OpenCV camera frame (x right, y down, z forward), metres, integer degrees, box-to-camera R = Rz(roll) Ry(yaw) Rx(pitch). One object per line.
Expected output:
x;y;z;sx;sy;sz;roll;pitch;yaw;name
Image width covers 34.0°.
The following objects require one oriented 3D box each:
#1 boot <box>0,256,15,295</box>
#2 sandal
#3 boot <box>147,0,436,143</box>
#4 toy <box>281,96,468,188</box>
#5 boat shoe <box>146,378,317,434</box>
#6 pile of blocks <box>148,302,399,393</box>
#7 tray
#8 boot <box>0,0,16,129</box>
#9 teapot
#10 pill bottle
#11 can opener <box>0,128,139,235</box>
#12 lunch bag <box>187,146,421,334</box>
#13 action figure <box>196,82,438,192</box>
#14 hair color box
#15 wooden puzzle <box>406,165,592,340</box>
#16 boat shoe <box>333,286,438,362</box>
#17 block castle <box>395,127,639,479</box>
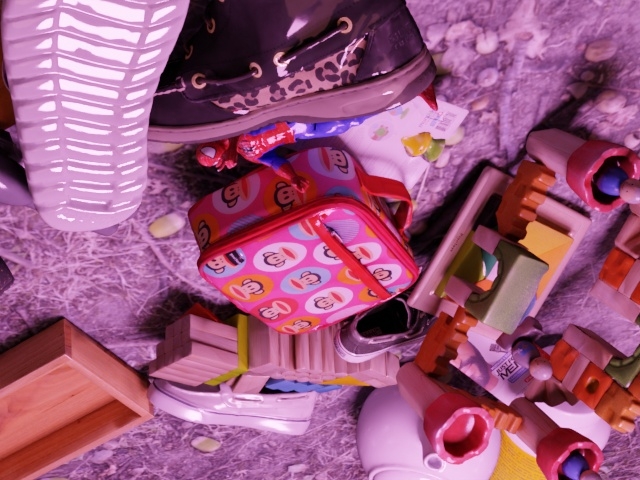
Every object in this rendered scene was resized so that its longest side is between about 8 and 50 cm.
-0.497;-0.040;1.150;0.338;0.118;0.222;0;125;28;boot
-0.236;-0.180;1.024;0.169;0.102;0.416;-5;136;-27;sandal
-0.093;-0.252;1.051;0.378;0.138;0.284;-2;125;27;boot
0.042;-0.154;1.255;0.237;0.056;0.137;19;128;-22;toy
-0.128;0.231;1.590;0.268;0.096;0.088;15;102;-20;boat shoe
-0.063;0.150;1.519;0.362;0.112;0.149;7;153;-17;pile of blocks
-0.476;0.277;1.551;0.411;0.076;0.203;-28;136;15;tray
-0.390;-0.206;1.050;0.211;0.104;0.295;-29;139;14;boot
0.161;0.357;1.676;0.253;0.187;0.256;-13;136;38;teapot
0.377;0.334;1.761;0.188;0.188;0.334;-4;136;-11;pill bottle
-0.317;-0.056;1.196;0.074;0.093;0.280;-35;153;18;can opener
0.000;0.000;1.330;0.258;0.120;0.293;-24;149;14;lunch bag
-0.011;-0.115;1.159;0.280;0.139;0.091;-16;132;14;action figure
0.257;0.168;1.603;0.167;0.053;0.093;37;121;-6;hair color box
0.259;0.032;1.465;0.239;0.044;0.221;22;102;-35;wooden puzzle
0.119;0.109;1.483;0.219;0.077;0.070;-23;162;-37;boat shoe
0.337;0.106;1.387;0.303;0.213;0.453;22;101;-31;block castle
